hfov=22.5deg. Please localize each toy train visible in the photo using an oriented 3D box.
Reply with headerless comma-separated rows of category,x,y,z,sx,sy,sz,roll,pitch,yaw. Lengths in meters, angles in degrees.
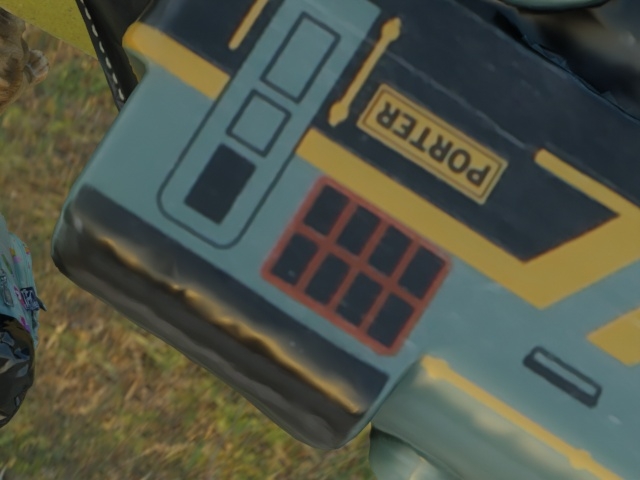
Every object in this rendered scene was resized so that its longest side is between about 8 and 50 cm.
toy train,0.092,0.002,0.424,0.334,0.142,0.190,33,88,-4

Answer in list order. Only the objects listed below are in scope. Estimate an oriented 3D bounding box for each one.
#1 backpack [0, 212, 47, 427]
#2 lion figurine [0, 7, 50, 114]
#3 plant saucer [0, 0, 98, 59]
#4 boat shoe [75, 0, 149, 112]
backpack,-0.230,0.042,0.916,0.152,0.115,0.182,-34,40,11
lion figurine,-0.338,-0.064,1.334,0.142,0.240,0.392,18,103,0
plant saucer,-0.140,-0.306,1.085,0.332,0.081,0.333,28,71,-25
boat shoe,-0.131,-0.215,0.843,0.156,0.187,0.500,-21,103,-25
